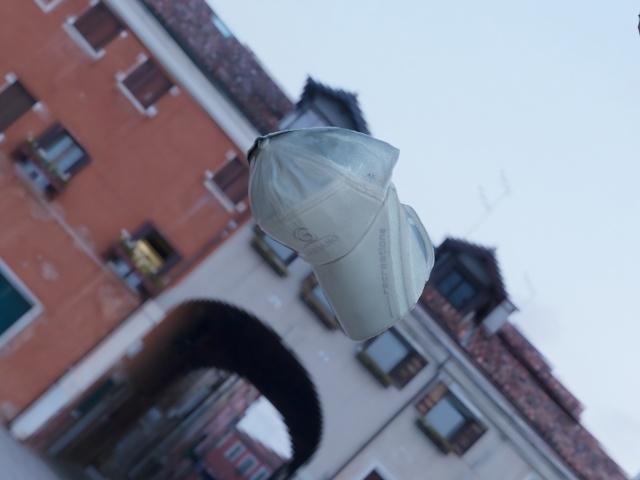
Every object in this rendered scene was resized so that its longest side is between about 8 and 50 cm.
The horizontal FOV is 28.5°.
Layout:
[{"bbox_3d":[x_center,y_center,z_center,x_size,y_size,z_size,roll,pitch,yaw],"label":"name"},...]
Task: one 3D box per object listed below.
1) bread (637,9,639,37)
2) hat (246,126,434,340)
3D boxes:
[{"bbox_3d":[0.404,-0.140,1.222,0.344,0.084,0.124,54,-41,0],"label":"bread"},{"bbox_3d":[0.000,0.000,1.423,0.219,0.164,0.225,-27,-118,48],"label":"hat"}]
